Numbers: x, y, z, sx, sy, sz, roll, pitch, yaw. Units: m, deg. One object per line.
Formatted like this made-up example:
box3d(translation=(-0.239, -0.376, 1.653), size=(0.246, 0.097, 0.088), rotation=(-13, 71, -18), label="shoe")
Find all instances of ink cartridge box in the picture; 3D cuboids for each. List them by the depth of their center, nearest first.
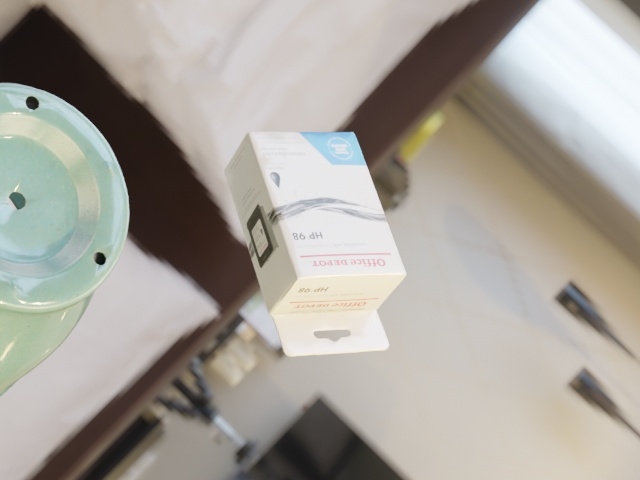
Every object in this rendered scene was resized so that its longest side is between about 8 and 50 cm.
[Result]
box3d(translation=(0.000, 0.000, 1.384), size=(0.104, 0.180, 0.060), rotation=(-2, 148, -30), label="ink cartridge box")

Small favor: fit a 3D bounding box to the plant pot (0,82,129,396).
box3d(translation=(-0.292, -0.005, 1.383), size=(0.272, 0.271, 0.255), rotation=(-42, -170, -37), label="plant pot")
